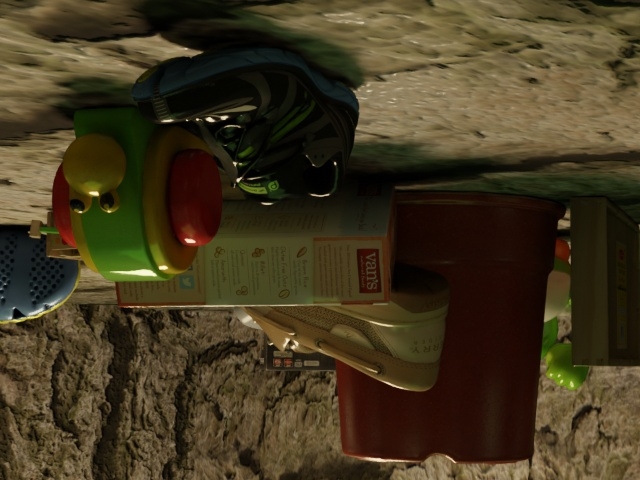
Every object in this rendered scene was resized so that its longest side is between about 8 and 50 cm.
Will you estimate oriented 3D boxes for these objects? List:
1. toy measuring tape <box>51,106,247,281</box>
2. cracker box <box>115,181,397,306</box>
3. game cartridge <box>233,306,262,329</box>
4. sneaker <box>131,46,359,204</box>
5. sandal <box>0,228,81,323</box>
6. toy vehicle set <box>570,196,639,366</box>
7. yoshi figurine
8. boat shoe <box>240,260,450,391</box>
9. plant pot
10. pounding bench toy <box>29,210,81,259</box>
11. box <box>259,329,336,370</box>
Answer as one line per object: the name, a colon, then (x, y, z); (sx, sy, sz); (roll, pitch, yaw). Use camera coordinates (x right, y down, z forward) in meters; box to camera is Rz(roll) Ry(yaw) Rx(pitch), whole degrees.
toy measuring tape: (-0.116, -0.020, 0.933); (0.121, 0.121, 0.330); (0, 174, 12)
cracker box: (-0.051, 0.002, 1.079); (0.232, 0.067, 0.156); (-1, -162, 7)
game cartridge: (0.018, 0.083, 1.890); (0.297, 0.062, 0.198); (7, 144, -47)
sneaker: (-0.031, -0.061, 0.681); (0.067, 0.078, 0.188); (-2, 173, 29)
sandal: (-0.469, 0.038, 1.573); (0.317, 0.126, 0.138); (0, 170, -1)
toy vehicle set: (0.308, 0.052, 1.313); (0.035, 0.166, 0.267); (-1, 174, 21)
yoshi figurine: (0.350, 0.090, 1.593); (0.362, 0.203, 0.203); (3, -179, 12)
boat shoe: (-0.025, 0.059, 1.194); (0.122, 0.110, 0.341); (-14, -158, -41)
plant pot: (0.124, 0.097, 1.300); (0.272, 0.265, 0.272); (1, 174, 0)
pounding bench toy: (-0.278, -0.008, 1.385); (0.065, 0.052, 0.083); (-3, 173, 32)
box: (0.012, 0.137, 2.135); (0.231, 0.183, 0.056); (3, 175, -15)
